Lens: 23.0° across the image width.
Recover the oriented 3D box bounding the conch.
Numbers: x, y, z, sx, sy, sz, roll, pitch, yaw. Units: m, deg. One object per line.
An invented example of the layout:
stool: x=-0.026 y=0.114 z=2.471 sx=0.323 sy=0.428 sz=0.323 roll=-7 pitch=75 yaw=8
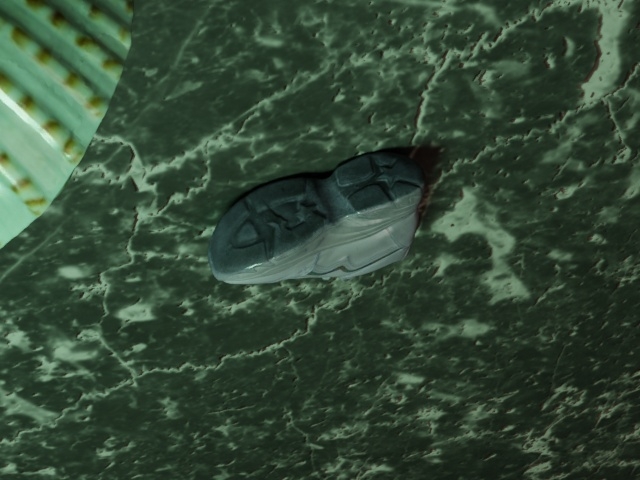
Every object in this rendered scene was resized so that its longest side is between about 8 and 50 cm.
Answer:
conch: x=-0.292 y=-0.154 z=1.228 sx=0.215 sy=0.303 sz=0.319 roll=21 pitch=90 yaw=-38

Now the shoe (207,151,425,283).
shoe: x=0.000 y=0.000 z=1.683 sx=0.245 sy=0.095 sz=0.137 roll=-22 pitch=141 yaw=-9
